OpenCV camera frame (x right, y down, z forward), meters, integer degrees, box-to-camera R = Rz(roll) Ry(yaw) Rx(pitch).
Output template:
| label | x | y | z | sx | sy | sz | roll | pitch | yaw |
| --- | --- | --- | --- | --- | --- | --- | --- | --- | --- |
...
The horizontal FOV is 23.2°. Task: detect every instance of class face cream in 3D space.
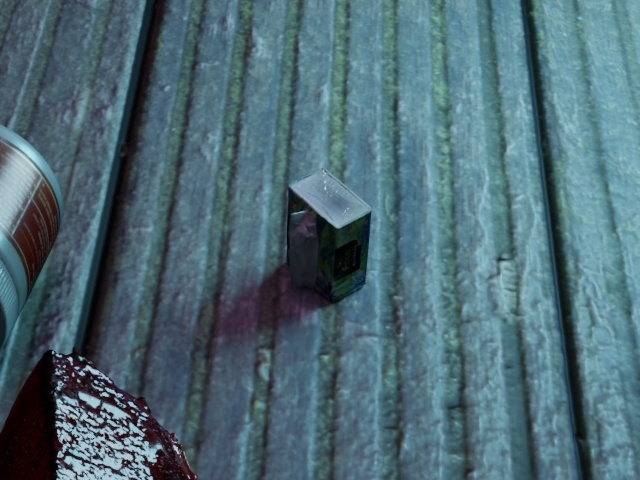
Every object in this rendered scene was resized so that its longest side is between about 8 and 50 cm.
| label | x | y | z | sx | sy | sz | roll | pitch | yaw |
| --- | --- | --- | --- | --- | --- | --- | --- | --- | --- |
| face cream | -0.374 | 0.001 | 1.540 | 0.201 | 0.201 | 0.187 | 10 | 43 | 6 |

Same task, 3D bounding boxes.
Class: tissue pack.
| label | x | y | z | sx | sy | sz | roll | pitch | yaw |
| --- | --- | --- | --- | --- | --- | --- | --- | --- | --- |
| tissue pack | -0.001 | 0.000 | 1.644 | 0.079 | 0.111 | 0.085 | -28 | 52 | -30 |

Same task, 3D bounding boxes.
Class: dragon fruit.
| label | x | y | z | sx | sy | sz | roll | pitch | yaw |
| --- | --- | --- | --- | --- | --- | --- | --- | --- | --- |
| dragon fruit | -0.213 | 0.221 | 1.363 | 0.189 | 0.163 | 0.261 | -26 | 40 | 9 |
